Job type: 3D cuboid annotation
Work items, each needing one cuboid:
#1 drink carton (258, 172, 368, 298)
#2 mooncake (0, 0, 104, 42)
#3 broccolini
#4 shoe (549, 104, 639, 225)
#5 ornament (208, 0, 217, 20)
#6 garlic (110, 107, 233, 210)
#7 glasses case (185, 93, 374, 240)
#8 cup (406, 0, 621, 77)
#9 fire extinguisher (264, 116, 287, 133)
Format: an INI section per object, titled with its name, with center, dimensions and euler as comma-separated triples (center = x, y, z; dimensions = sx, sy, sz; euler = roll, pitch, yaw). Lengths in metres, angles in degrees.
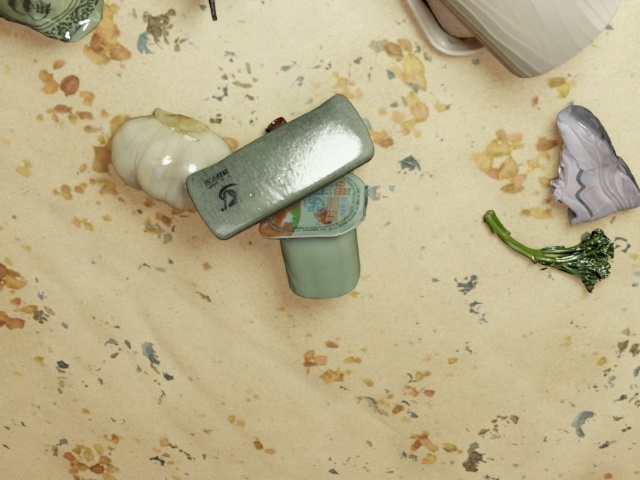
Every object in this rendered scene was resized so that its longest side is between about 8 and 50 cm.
[drink carton]
center = 0.000, 0.000, 1.512
dimensions = 0.191, 0.185, 0.189
euler = -3, 127, 7
[mooncake]
center = -0.452, -0.456, 1.277
dimensions = 0.254, 0.136, 0.250
euler = 19, 128, -6
[broccolini]
center = 0.436, -0.002, 1.540
dimensions = 0.271, 0.062, 0.123
euler = 26, 113, -8
[shoe]
center = 0.452, -0.123, 1.425
dimensions = 0.137, 0.095, 0.245
euler = -31, 122, 22
[ornament]
center = -0.085, -0.441, 1.255
dimensions = 0.196, 0.166, 0.153
euler = -8, 125, -6
[garlic]
center = -0.269, -0.126, 1.482
dimensions = 0.229, 0.143, 0.178
euler = 10, 124, -10
[glasses case]
center = -0.067, -0.124, 1.409
dimensions = 0.323, 0.074, 0.131
euler = -29, 88, -4
[cup]
center = 0.254, -0.379, 1.201
dimensions = 0.273, 0.208, 0.288
euler = 40, 119, -22
[fire extinguisher]
center = -0.045, -0.162, 1.488
dimensions = 0.056, 0.039, 0.132
euler = -29, 117, 19
